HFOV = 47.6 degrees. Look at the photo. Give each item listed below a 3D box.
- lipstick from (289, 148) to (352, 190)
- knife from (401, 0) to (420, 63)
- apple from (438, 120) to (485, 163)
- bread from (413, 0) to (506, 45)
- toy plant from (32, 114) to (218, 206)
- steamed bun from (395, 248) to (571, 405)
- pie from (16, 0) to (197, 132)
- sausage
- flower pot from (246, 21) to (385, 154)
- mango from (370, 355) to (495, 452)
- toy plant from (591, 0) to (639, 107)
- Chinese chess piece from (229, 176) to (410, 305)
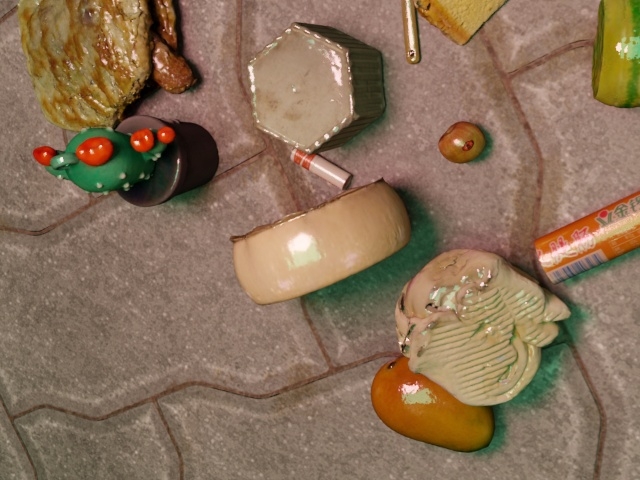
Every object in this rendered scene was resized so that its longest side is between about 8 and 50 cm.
[{"bbox_3d":[0.000,-0.150,1.483,0.130,0.038,0.038,32,111,14],"label":"lipstick"},{"bbox_3d":[0.152,-0.481,1.361,0.047,0.017,0.298,-1,101,29],"label":"knife"},{"bbox_3d":[0.262,-0.180,1.345,0.084,0.084,0.071,-40,101,25],"label":"apple"},{"bbox_3d":[0.247,-0.446,1.306,0.147,0.127,0.152,-39,118,23],"label":"bread"},{"bbox_3d":[-0.375,-0.158,1.441,0.279,0.400,0.185,15,105,20],"label":"toy plant"},{"bbox_3d":[0.281,0.144,1.350,0.280,0.207,0.268,30,105,-18],"label":"steamed bun"},{"bbox_3d":[-0.496,-0.434,1.561,0.418,0.180,0.395,-13,97,32],"label":"pie"},{"bbox_3d":[0.531,-0.028,1.257,0.312,0.093,0.093,-29,89,25],"label":"sausage"},{"bbox_3d":[-0.004,-0.288,1.373,0.209,0.189,0.239,0,101,22],"label":"flower pot"},{"bbox_3d":[0.225,0.317,1.437,0.254,0.139,0.176,16,121,11],"label":"mango"},{"bbox_3d":[0.598,-0.297,1.136,0.315,0.184,0.224,1,80,13],"label":"toy plant"},{"bbox_3d":[0.000,0.000,1.351,0.338,0.338,0.141,-20,94,25],"label":"Chinese chess piece"}]
